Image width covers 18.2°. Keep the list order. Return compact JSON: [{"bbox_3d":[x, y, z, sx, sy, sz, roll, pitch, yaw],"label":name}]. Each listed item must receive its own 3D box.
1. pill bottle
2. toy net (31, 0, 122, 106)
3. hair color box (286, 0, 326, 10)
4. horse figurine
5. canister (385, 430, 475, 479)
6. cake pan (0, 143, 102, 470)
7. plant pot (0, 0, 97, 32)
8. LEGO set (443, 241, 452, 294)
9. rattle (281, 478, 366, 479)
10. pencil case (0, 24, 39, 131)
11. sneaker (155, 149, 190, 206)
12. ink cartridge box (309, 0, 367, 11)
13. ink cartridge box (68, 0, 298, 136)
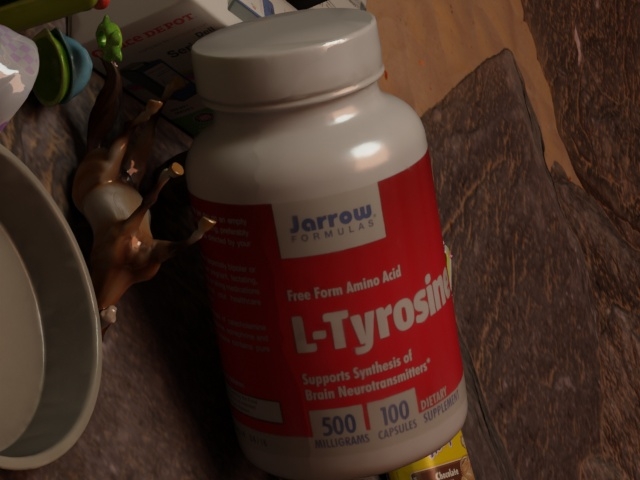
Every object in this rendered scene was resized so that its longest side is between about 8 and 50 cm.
[{"bbox_3d":[0.000,0.000,1.868,0.229,0.229,0.408,-45,129,-60],"label":"pill bottle"},{"bbox_3d":[-0.249,-0.243,1.818,0.045,0.122,0.232,-11,72,-33],"label":"toy net"},{"bbox_3d":[-0.035,-0.323,1.964,0.185,0.374,0.114,31,46,-51],"label":"hair color box"},{"bbox_3d":[-0.174,-0.042,1.794,0.066,0.174,0.263,16,42,-36],"label":"horse figurine"},{"bbox_3d":[0.116,0.240,2.191,0.126,0.073,0.170,-5,78,-61],"label":"canister"},{"bbox_3d":[-0.287,0.049,1.611,0.293,0.054,0.293,40,39,-43],"label":"cake pan"},{"bbox_3d":[-0.285,-0.296,1.676,0.207,0.227,0.228,59,28,-33],"label":"plant pot"},{"bbox_3d":[0.073,-0.007,2.241,0.132,0.107,0.287,19,56,-56],"label":"LEGO set"},{"bbox_3d":[-0.055,0.250,1.885,0.199,0.130,0.143,-15,73,-36],"label":"rattle"},{"bbox_3d":[-0.347,-0.172,1.528,0.273,0.113,0.124,34,11,-29],"label":"pencil case"},{"bbox_3d":[-0.092,-0.073,2.025,0.188,0.071,0.066,-28,96,-62],"label":"sneaker"},{"bbox_3d":[-0.021,-0.277,2.273,0.153,0.087,0.208,45,37,-39],"label":"ink cartridge box"},{"bbox_3d":[-0.125,-0.201,1.962,0.212,0.154,0.093,36,43,-48],"label":"ink cartridge box"}]
